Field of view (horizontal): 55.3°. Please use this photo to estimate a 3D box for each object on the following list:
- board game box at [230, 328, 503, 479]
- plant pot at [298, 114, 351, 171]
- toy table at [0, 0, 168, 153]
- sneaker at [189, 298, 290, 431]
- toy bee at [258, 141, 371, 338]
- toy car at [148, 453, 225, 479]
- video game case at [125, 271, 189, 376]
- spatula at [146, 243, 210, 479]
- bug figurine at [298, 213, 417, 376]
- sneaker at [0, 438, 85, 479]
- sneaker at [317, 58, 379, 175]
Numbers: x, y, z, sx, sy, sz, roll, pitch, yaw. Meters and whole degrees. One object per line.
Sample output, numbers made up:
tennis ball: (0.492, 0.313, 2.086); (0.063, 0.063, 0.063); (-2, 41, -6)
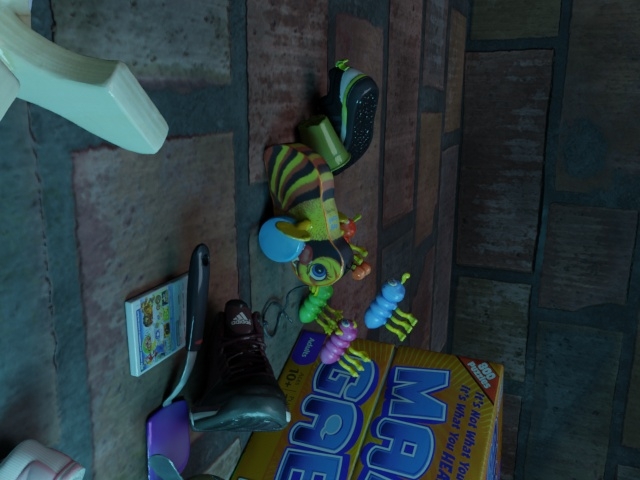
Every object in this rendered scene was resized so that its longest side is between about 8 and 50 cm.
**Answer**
board game box: (0.099, 0.423, 1.034); (0.357, 0.355, 0.357); (-63, 150, -42)
plant pot: (-0.001, -0.162, 1.013); (0.083, 0.083, 0.079); (-58, 135, -47)
toy table: (-0.219, -0.138, 0.367); (0.252, 0.160, 0.275); (47, 52, -62)
sneaker: (-0.103, 0.144, 0.736); (0.281, 0.106, 0.163); (134, -42, -68)
toy bee: (0.000, 0.000, 0.938); (0.195, 0.162, 0.299); (-57, 146, -51)
toy car: (-0.137, 0.321, 0.672); (0.149, 0.154, 0.189); (-48, 144, -56)
video game case: (-0.181, 0.093, 0.714); (0.122, 0.011, 0.087); (-31, 124, -63)
spatula: (-0.161, 0.148, 0.725); (0.084, 0.030, 0.297); (-11, 115, -67)
bug figurine: (0.042, 0.087, 1.008); (0.072, 0.279, 0.216); (18, 112, -31)
sneaker: (-0.256, 0.225, 0.529); (0.134, 0.070, 0.051); (-61, 177, 24)
sneaker: (0.039, -0.217, 1.075); (0.084, 0.097, 0.235); (-35, 157, -30)
